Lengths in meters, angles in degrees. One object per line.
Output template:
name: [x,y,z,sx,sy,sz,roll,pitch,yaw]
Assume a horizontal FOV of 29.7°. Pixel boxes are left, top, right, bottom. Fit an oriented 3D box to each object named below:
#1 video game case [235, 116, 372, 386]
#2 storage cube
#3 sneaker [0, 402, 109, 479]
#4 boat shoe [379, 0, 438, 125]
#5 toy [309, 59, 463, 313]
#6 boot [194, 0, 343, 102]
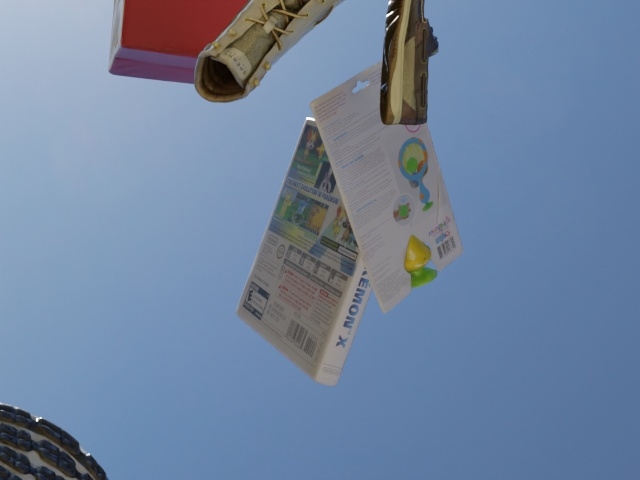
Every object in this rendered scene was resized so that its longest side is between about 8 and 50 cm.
video game case: [0.000,0.000,1.547,0.329,0.036,0.300,28,-82,67]
storage cube: [-0.186,-0.330,1.683,0.183,0.193,0.215,166,-72,-74]
sneaker: [-0.365,0.241,1.126,0.410,0.158,0.182,27,-73,-2]
boat shoe: [0.087,-0.183,1.149,0.056,0.049,0.152,-164,-99,-78]
toy: [0.061,-0.060,1.251,0.056,0.137,0.237,2,-60,50]
boot: [-0.042,-0.228,1.231,0.165,0.077,0.213,-50,-170,-29]
